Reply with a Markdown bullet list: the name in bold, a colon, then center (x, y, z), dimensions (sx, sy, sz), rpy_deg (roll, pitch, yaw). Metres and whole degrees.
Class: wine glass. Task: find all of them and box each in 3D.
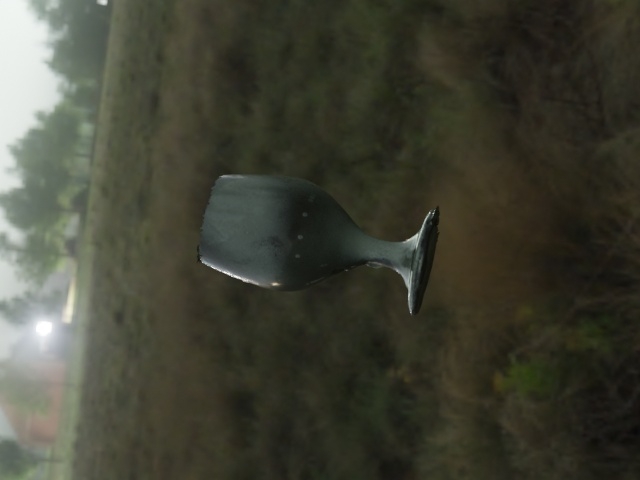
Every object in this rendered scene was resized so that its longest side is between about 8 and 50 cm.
- **wine glass**: center (0.000, 0.000, 1.260), dimensions (0.126, 0.241, 0.126), rpy_deg (13, -90, -79)
